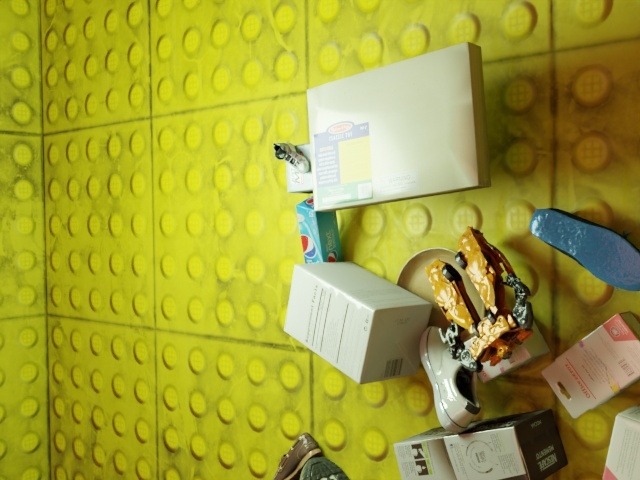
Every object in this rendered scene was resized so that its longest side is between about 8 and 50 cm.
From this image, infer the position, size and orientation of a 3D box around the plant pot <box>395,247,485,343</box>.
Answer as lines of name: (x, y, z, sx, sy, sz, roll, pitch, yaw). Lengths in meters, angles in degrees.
plant pot: (0.268, 0.133, 1.726, 0.236, 0.032, 0.236, 3, 94, 41)

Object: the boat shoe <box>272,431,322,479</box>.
boat shoe: (-0.071, 0.583, 2.022, 0.207, 0.073, 0.073, -52, 57, 22)

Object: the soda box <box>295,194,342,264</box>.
soda box: (0.000, 0.000, 1.882, 0.067, 0.071, 0.210, 17, 127, 40)

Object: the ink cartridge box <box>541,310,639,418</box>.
ink cartridge box: (0.531, 0.237, 1.471, 0.198, 0.067, 0.115, -46, 62, 31)

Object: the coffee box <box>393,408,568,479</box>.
coffee box: (0.324, 0.438, 1.596, 0.297, 0.168, 0.118, -22, 78, 41)

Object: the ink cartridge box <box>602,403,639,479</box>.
ink cartridge box: (0.646, 0.433, 1.342, 0.283, 0.117, 0.207, 17, 102, 40)

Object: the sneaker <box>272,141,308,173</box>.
sneaker: (-0.074, -0.185, 1.744, 0.098, 0.069, 0.038, 48, 120, 32)

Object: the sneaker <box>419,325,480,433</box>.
sneaker: (0.276, 0.270, 1.600, 0.091, 0.094, 0.258, -46, 35, 29)

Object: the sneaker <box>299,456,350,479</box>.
sneaker: (0.007, 0.747, 1.922, 0.182, 0.158, 0.410, -34, 64, 55)

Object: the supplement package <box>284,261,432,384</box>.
supplement package: (0.078, 0.176, 1.768, 0.293, 0.178, 0.175, 28, 113, 49)

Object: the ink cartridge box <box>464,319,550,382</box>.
ink cartridge box: (0.374, 0.222, 1.595, 0.143, 0.090, 0.092, -38, 67, 36)

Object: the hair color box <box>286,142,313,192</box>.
hair color box: (0.119, -0.173, 1.743, 0.375, 0.185, 0.113, -2, 90, 42)

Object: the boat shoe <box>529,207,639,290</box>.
boat shoe: (0.520, 0.003, 1.461, 0.258, 0.089, 0.109, 43, 117, 36)

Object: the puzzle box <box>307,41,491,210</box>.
puzzle box: (0.143, -0.214, 1.562, 0.409, 0.052, 0.272, -6, 86, 42)

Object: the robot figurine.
robot figurine: (0.319, 0.119, 1.545, 0.211, 0.085, 0.291, -48, 41, 27)
